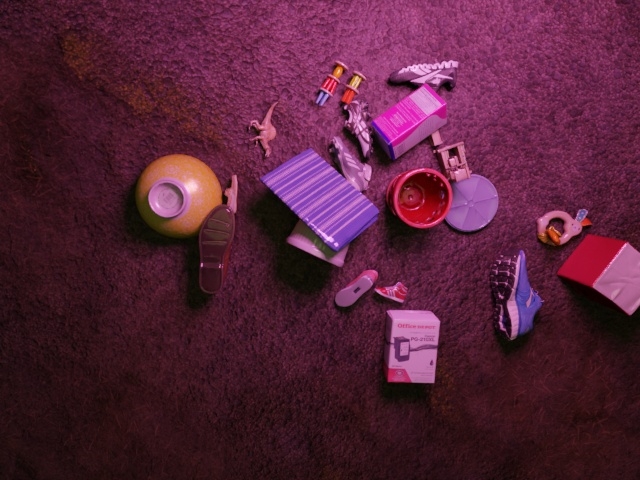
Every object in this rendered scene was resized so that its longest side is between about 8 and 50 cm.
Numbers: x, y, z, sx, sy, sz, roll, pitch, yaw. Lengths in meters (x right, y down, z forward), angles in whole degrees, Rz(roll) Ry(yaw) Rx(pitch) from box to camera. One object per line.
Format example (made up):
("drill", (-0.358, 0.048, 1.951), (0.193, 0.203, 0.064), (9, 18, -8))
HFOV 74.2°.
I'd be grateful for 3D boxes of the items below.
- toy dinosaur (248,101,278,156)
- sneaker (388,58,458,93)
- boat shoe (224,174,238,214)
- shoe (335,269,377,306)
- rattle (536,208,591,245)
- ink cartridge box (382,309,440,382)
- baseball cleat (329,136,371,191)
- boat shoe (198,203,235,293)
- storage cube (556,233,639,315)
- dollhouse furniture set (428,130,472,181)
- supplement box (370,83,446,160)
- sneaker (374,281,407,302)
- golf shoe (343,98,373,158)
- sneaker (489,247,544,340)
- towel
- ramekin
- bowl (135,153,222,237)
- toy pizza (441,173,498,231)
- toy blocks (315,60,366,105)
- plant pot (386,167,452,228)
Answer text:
("toy dinosaur", (-0.193, -0.376, 1.419), (0.092, 0.053, 0.183), (3, 106, -18))
("sneaker", (0.345, -0.526, 1.395), (0.234, 0.078, 0.106), (-9, 97, -3))
("boat shoe", (-0.304, -0.157, 1.439), (0.045, 0.050, 0.135), (3, 99, -8))
("shoe", (0.130, 0.169, 1.503), (0.063, 0.081, 0.178), (50, 123, 4))
("rattle", (0.871, -0.050, 1.463), (0.199, 0.143, 0.130), (-7, 81, 5))
("ink cartridge box", (0.323, 0.379, 1.521), (0.172, 0.100, 0.237), (2, 99, -3))
("baseball cleat", (0.107, -0.264, 1.440), (0.109, 0.072, 0.206), (-23, 104, -13))
("boat shoe", (-0.355, 0.022, 1.436), (0.110, 0.104, 0.307), (14, 100, -7))
("storage cube", (0.995, 0.115, 1.463), (0.183, 0.193, 0.215), (35, 95, -7))
("dollhouse furniture set", (0.446, -0.296, 1.392), (0.101, 0.161, 0.182), (-19, 100, 1))
("supplement box", (0.290, -0.384, 1.379), (0.220, 0.111, 0.114), (-34, 65, 3))
("sneaker", (0.256, 0.174, 1.517), (0.118, 0.042, 0.067), (21, 101, -13))
("golf shoe", (0.129, -0.369, 1.420), (0.094, 0.077, 0.198), (-8, 93, 11))
("sneaker", (0.705, 0.186, 1.511), (0.147, 0.130, 0.330), (-8, 103, -16))
("towel", (0.005, -0.135, 1.353), (0.336, 0.040, 0.243), (44, 55, 10))
("ramekin", (0.000, 0.000, 1.403), (0.207, 0.207, 0.109), (26, 88, -6))
("bowl", (-0.478, -0.139, 1.382), (0.289, 0.156, 0.289), (0, 98, -3))
("toy pizza", (0.522, -0.132, 1.486), (0.201, 0.032, 0.201), (0, 100, -2))
("toy blocks", (0.063, -0.495, 1.394), (0.123, 0.054, 0.148), (31, 96, 3))
("plant pot", (0.319, -0.143, 1.404), (0.191, 0.174, 0.191), (0, 98, -2))
